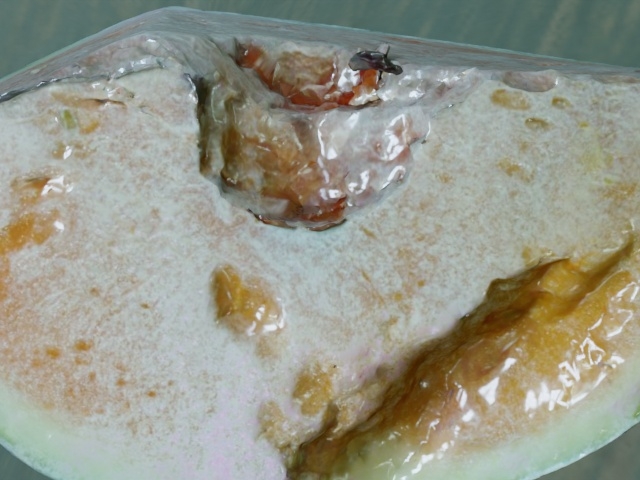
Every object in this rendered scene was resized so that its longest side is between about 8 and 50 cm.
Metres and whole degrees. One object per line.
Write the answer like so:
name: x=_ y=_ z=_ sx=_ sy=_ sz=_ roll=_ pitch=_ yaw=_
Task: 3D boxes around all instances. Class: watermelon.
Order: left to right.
watermelon: x=-0.001 y=0.007 z=0.630 sx=0.321 sy=0.188 sz=0.175 roll=6 pitch=100 yaw=1
